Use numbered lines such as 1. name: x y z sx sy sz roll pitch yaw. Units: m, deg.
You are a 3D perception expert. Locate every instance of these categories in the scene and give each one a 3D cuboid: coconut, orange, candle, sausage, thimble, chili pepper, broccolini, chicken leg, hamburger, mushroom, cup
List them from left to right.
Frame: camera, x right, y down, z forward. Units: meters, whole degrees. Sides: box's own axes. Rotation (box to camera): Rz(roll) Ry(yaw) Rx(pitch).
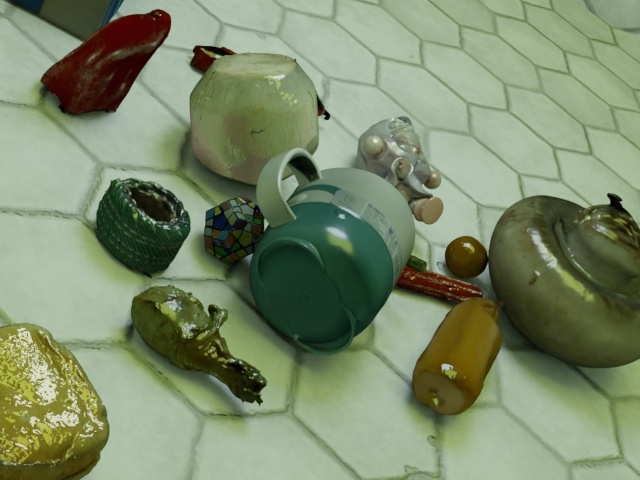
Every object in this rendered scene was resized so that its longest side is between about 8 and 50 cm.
1. hamburger: -0.348 0.197 1.294 0.213 0.108 0.214 22 34 -16
2. chili pepper: -0.343 -0.304 1.838 0.144 0.252 0.136 23 52 -30
3. thimble: -0.263 -0.025 1.679 0.118 0.090 0.135 -7 48 -49
4. chicken leg: -0.161 0.140 1.555 0.227 0.088 0.103 32 19 4
5. coconut: -0.114 -0.199 1.934 0.227 0.230 0.227 0 27 0
6. candle: -0.114 -0.308 2.214 0.301 0.059 0.084 26 45 -8
7. cup: 0.000 0.000 1.726 0.290 0.219 0.258 61 28 -17
8. broccolini: 0.086 0.004 1.934 0.254 0.071 0.057 35 -16 39
9. candle: 0.148 0.060 1.965 0.329 0.048 0.051 17 20 -25
10. sausage: 0.238 0.174 1.845 0.112 0.112 0.328 37 32 5
11. orange: 0.272 0.031 2.088 0.085 0.085 0.085 23 34 -16
12. mushroom: 0.485 0.052 2.042 0.362 0.295 0.362 25 32 -17

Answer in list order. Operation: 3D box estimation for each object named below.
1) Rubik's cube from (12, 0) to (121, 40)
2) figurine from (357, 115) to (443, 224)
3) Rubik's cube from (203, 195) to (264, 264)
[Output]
1. Rubik's cube: -0.466 -0.639 2.073 0.347 0.347 0.344 27 34 -10
2. figurine: 0.145 -0.122 2.133 0.200 0.133 0.276 26 36 -34
3. Rubik's cube: -0.135 -0.016 1.776 0.111 0.093 0.111 23 32 -16
